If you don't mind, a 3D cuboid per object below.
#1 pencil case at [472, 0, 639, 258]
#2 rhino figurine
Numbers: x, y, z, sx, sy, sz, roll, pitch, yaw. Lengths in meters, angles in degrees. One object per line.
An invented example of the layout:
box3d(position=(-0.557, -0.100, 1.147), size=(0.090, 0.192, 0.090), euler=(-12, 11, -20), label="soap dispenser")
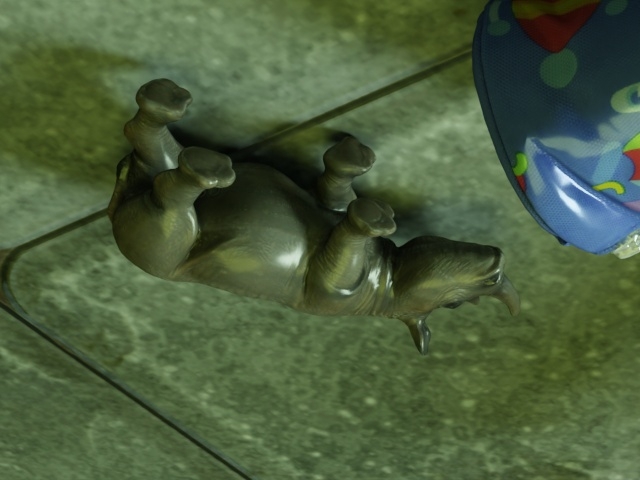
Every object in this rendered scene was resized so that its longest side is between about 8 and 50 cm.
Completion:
box3d(position=(0.217, -0.074, 0.587), size=(0.306, 0.119, 0.133), euler=(-12, 109, 24), label="pencil case")
box3d(position=(0.000, 0.000, 0.763), size=(0.243, 0.073, 0.106), euler=(18, 137, -15), label="rhino figurine")
